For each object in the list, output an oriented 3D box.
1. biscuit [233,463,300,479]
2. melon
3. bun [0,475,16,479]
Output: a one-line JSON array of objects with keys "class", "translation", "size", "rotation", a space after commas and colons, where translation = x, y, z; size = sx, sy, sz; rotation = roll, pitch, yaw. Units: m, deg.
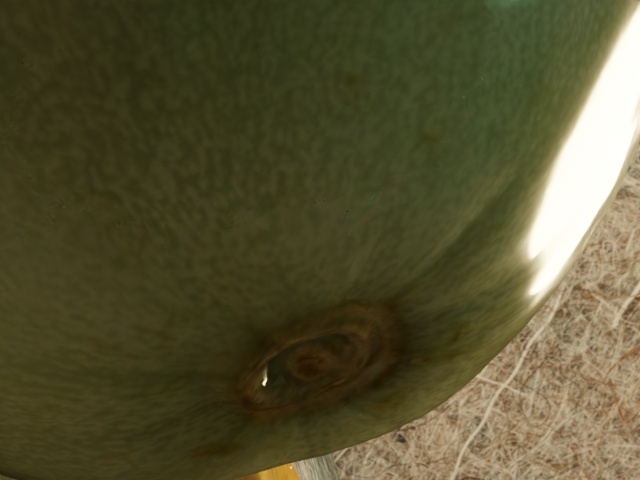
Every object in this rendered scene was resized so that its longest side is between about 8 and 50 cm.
[{"class": "biscuit", "translation": [-0.004, 0.289, 1.055], "size": [0.365, 0.062, 0.385], "rotation": [-102, 175, -50]}, {"class": "melon", "translation": [-0.042, -0.096, 0.435], "size": [0.308, 0.271, 0.272], "rotation": [-84, 159, -57]}, {"class": "bun", "translation": [-0.082, 0.088, 0.637], "size": [0.086, 0.054, 0.086], "rotation": [58, 7, -12]}]
